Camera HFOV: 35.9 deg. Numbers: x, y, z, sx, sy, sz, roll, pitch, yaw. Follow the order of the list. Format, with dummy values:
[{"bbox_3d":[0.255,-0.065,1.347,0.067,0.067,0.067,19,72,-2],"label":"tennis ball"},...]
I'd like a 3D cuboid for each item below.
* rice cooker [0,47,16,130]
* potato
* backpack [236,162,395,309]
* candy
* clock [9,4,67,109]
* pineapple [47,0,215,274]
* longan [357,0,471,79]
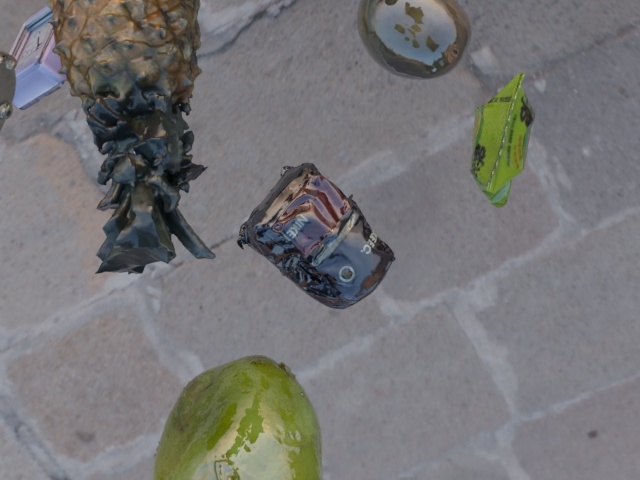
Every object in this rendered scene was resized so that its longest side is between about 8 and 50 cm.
[{"bbox_3d":[-0.372,-0.127,0.924,0.127,0.145,0.206,34,95,13],"label":"rice cooker"},{"bbox_3d":[-0.087,0.232,1.013,0.186,0.253,0.148,-16,138,10],"label":"potato"},{"bbox_3d":[0.003,-0.002,1.109,0.165,0.106,0.120,36,72,-9],"label":"backpack"},{"bbox_3d":[0.216,-0.121,1.192,0.069,0.246,0.149,9,90,6],"label":"candy"},{"bbox_3d":[-0.515,-0.352,1.841,0.144,0.193,0.073,-20,135,36],"label":"clock"},{"bbox_3d":[-0.146,-0.097,0.779,0.128,0.128,0.248,-9,79,7],"label":"pineapple"},{"bbox_3d":[0.141,-0.324,1.488,0.167,0.187,0.167,-27,136,-30],"label":"longan"}]
